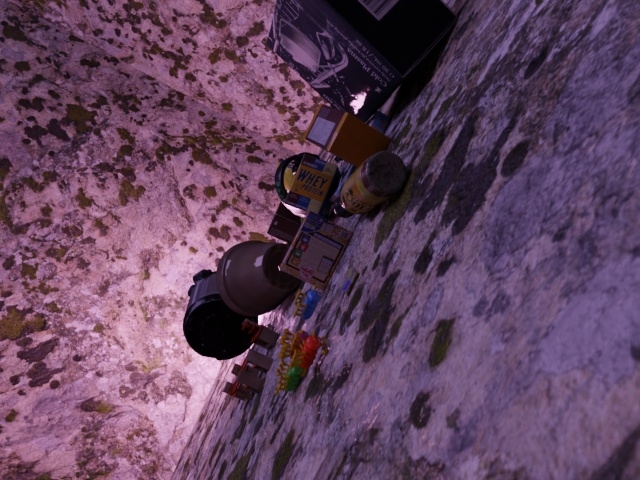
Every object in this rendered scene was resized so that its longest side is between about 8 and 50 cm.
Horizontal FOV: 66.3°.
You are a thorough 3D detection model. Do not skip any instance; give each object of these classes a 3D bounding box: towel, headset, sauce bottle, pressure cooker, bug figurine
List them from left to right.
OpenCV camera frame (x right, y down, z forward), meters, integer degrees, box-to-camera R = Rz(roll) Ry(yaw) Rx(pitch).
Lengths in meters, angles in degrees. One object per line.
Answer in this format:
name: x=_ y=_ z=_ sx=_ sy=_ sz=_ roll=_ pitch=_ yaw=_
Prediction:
pressure cooker: x=-0.496 y=0.349 z=2.485 sx=0.420 sy=0.375 sz=0.370 roll=-108 pitch=27 yaw=-69
bug figurine: x=-0.046 y=0.250 z=1.216 sx=0.279 sy=0.072 sz=0.216 roll=-91 pitch=22 yaw=-62
headset: x=-0.017 y=-0.282 z=2.107 sx=0.185 sy=0.243 sz=0.394 roll=-12 pitch=21 yaw=49
towel: x=0.071 y=0.099 z=1.184 sx=0.060 sy=0.009 sz=0.083 roll=-63 pitch=9 yaw=3
sauce bottle: x=0.114 y=-0.129 z=1.294 sx=0.111 sy=0.111 sz=0.344 roll=-65 pitch=7 yaw=-15

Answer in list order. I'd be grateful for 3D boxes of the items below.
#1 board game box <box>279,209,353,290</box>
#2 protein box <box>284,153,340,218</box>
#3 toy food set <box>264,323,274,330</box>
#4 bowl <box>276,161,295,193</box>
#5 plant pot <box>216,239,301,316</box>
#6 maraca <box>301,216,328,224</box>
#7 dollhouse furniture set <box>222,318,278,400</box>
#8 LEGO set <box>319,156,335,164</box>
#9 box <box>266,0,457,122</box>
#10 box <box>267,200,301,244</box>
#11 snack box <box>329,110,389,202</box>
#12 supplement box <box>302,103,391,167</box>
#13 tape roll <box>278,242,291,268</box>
board game box: x=-0.013 y=0.029 z=1.438 sx=0.194 sy=0.146 sz=0.045 roll=-62 pitch=9 yaw=1
protein box: x=-0.022 y=-0.189 z=1.873 sx=0.200 sy=0.136 sz=0.201 roll=49 pitch=-118 yaw=-78
toy food set: x=-0.218 y=0.386 z=2.028 sx=0.078 sy=0.019 sz=0.122 roll=-65 pitch=16 yaw=-9
bowl: x=-0.092 y=-0.255 z=2.350 sx=0.289 sy=0.289 sz=0.156 roll=-103 pitch=33 yaw=-77
plant pot: x=-0.222 y=0.133 z=1.986 sx=0.280 sy=0.323 sz=0.323 roll=-22 pitch=39 yaw=53
maraca: x=-0.011 y=-0.123 z=2.019 sx=0.099 sy=0.127 sz=0.186 roll=37 pitch=95 yaw=40
dollhouse furniture set: x=-0.265 y=0.431 z=1.764 sx=0.262 sy=0.135 sz=0.259 roll=-49 pitch=16 yaw=58
LEGO set: x=0.006 y=-0.400 z=2.759 sx=0.132 sy=0.107 sz=0.287 roll=-64 pitch=9 yaw=-3
box: x=0.108 y=-0.702 z=1.649 sx=0.297 sy=0.480 sz=0.472 roll=-49 pitch=5 yaw=-12
box: x=-0.123 y=-0.143 z=2.471 sx=0.381 sy=0.191 sz=0.143 roll=-75 pitch=11 yaw=-57
snack box: x=0.141 y=-0.297 z=1.794 sx=0.322 sy=0.060 sz=0.187 roll=-66 pitch=9 yaw=-17
supplement box: x=0.083 y=-0.331 z=1.592 sx=0.129 sy=0.191 sz=0.194 roll=-62 pitch=35 yaw=9
tape roll: x=-0.201 y=0.170 z=2.384 sx=0.321 sy=0.077 sz=0.321 roll=-60 pitch=8 yaw=15
